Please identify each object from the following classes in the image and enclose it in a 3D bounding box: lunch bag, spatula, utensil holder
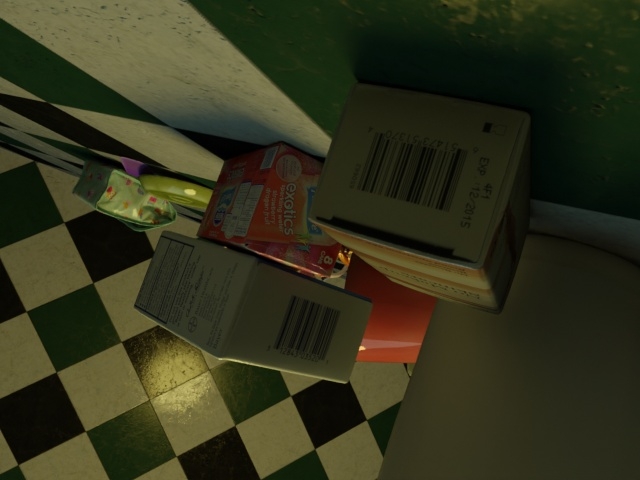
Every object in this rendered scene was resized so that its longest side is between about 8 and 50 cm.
[{"bbox_3d":[-0.603,-0.133,1.731,0.223,0.160,0.262,23,178,44],"label":"lunch bag"},{"bbox_3d":[-0.489,-0.180,1.573,0.084,0.030,0.296,15,174,1],"label":"spatula"},{"bbox_3d":[0.270,0.238,0.736,0.328,0.385,0.327,20,151,12],"label":"utensil holder"}]

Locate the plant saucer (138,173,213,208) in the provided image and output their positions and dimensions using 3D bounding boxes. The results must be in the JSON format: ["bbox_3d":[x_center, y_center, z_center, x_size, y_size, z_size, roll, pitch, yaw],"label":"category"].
[{"bbox_3d":[-0.380,-0.127,1.511,0.241,0.037,0.241,13,174,1],"label":"plant saucer"}]

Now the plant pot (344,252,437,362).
[{"bbox_3d":[0.190,0.124,1.090,0.243,0.274,0.275,8,171,16],"label":"plant pot"}]

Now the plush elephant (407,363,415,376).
[{"bbox_3d":[0.323,0.252,1.831,0.272,0.329,0.255,16,-164,42],"label":"plush elephant"}]

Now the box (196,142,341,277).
[{"bbox_3d":[-0.079,-0.044,0.879,0.142,0.154,0.300,23,172,-24],"label":"box"}]

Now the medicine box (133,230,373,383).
[{"bbox_3d":[-0.114,0.106,0.915,0.264,0.149,0.289,23,174,-42],"label":"medicine box"}]

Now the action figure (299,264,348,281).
[{"bbox_3d":[-0.138,0.046,1.694,0.370,0.248,0.276,46,131,-15],"label":"action figure"}]

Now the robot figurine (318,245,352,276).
[{"bbox_3d":[0.000,0.000,1.154,0.211,0.085,0.291,2,159,26],"label":"robot figurine"}]

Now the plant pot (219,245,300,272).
[{"bbox_3d":[-0.126,-0.011,1.300,0.237,0.237,0.109,26,-148,-44],"label":"plant pot"}]

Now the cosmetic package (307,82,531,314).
[{"bbox_3d":[0.119,-0.021,0.551,0.153,0.129,0.296,16,173,25],"label":"cosmetic package"}]
